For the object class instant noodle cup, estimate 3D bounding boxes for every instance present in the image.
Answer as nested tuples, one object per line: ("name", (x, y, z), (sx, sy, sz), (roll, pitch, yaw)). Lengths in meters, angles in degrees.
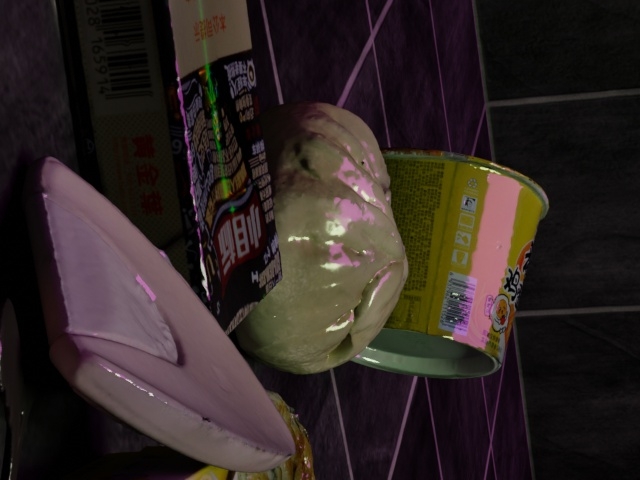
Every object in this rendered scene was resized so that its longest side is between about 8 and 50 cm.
("instant noodle cup", (0.116, 0.035, 1.698), (0.264, 0.264, 0.200), (52, 44, -66))

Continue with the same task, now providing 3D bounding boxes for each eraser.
("eraser", (-0.100, 0.081, 0.969), (0.243, 0.059, 0.204), (48, 11, -38))

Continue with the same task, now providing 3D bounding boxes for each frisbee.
("frisbee", (-0.178, 0.103, 0.890), (0.187, 0.012, 0.211), (-91, -172, -67))

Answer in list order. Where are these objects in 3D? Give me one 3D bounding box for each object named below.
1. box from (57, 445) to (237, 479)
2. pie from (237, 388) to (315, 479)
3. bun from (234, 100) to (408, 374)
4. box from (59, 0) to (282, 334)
("box", (-0.110, 0.275, 0.989), (0.168, 0.097, 0.265), (-1, 87, -79))
("pie", (-0.046, 0.249, 1.359), (0.240, 0.054, 0.240), (-5, 90, -78))
("bun", (0.000, 0.000, 1.399), (0.259, 0.160, 0.259), (-1, 90, -74))
("box", (-0.109, -0.090, 1.135), (0.198, 0.084, 0.310), (-46, 130, -72))
